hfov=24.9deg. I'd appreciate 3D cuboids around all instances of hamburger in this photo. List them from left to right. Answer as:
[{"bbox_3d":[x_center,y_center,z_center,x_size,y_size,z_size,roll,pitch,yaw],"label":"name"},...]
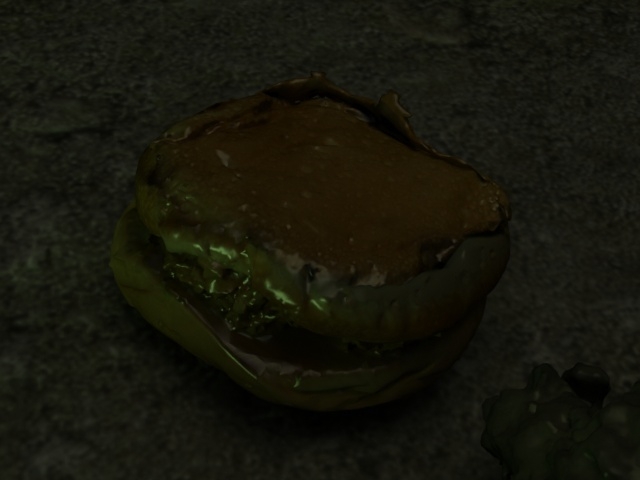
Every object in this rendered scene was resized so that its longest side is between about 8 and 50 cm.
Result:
[{"bbox_3d":[0.000,0.000,1.148,0.318,0.158,0.319,7,39,-6],"label":"hamburger"}]

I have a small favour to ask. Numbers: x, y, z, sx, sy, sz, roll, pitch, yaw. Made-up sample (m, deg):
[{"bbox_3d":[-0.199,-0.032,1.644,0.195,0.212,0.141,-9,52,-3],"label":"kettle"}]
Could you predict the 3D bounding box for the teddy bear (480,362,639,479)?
[{"bbox_3d":[0.175,0.232,0.925,0.367,0.225,0.357,-15,46,-8],"label":"teddy bear"}]
